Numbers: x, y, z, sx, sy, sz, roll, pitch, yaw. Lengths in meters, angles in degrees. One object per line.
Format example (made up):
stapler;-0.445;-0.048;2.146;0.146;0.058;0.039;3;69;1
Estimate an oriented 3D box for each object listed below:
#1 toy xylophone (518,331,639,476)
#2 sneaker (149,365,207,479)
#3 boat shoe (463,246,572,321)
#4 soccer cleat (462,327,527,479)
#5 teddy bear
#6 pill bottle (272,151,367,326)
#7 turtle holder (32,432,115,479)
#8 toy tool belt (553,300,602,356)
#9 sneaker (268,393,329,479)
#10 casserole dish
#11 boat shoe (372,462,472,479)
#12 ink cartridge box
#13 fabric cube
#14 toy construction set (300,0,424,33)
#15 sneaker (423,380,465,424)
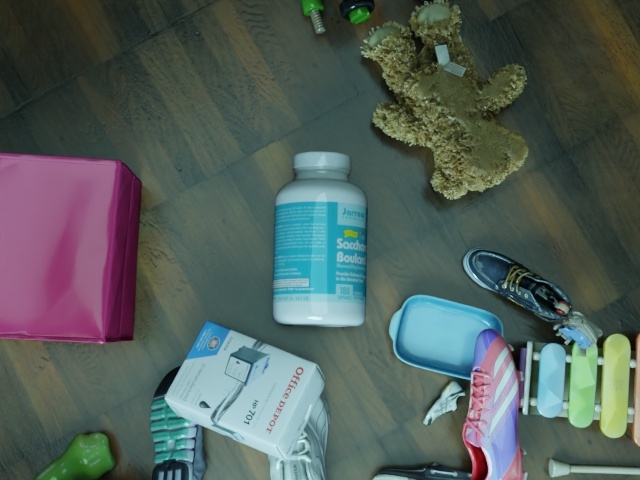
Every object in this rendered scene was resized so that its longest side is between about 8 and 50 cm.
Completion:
toy xylophone;0.462;0.255;1.637;0.322;0.081;0.236;-3;84;-1
sneaker;-0.214;0.310;1.628;0.083;0.098;0.224;-6;60;17
boat shoe;0.314;0.064;1.654;0.183;0.083;0.065;31;84;2
soccer cleat;0.255;0.260;1.592;0.095;0.083;0.248;-6;89;-22
teddy bear;0.202;-0.228;1.685;0.245;0.113;0.338;-41;78;-12
pill bottle;0.000;0.000;1.622;0.146;0.146;0.264;1;84;-1
turtle holder;-0.330;0.462;1.531;0.227;0.320;0.243;-26;112;2
toy tool belt;0.382;0.135;1.586;0.083;0.052;0.051;37;78;-10
sneaker;-0.033;0.324;1.594;0.110;0.129;0.297;-11;83;1
casserole dish;0.201;0.154;1.665;0.188;0.037;0.114;14;83;-1
boat shoe;0.183;0.385;1.638;0.206;0.075;0.065;10;40;5
ink cartridge box;-0.110;0.221;1.552;0.190;0.082;0.140;19;67;20
fabric cube;-0.409;0.017;1.557;0.254;0.259;0.258;2;86;-2
toy construction set;0.091;-0.511;1.619;0.257;0.309;0.237;-15;79;-11
sneaker;0.197;0.262;1.655;0.037;0.032;0.083;39;85;3
